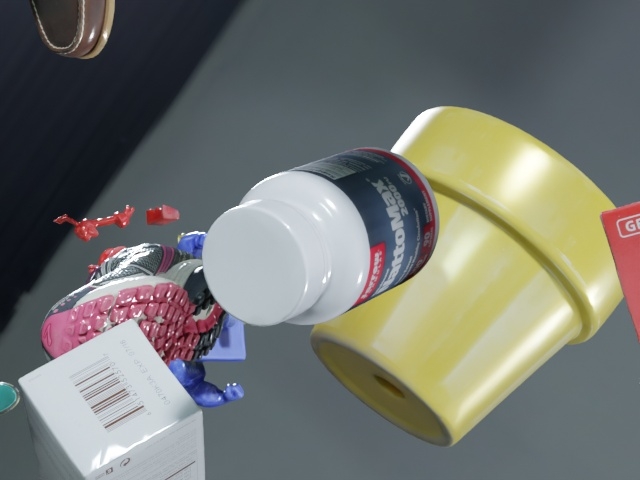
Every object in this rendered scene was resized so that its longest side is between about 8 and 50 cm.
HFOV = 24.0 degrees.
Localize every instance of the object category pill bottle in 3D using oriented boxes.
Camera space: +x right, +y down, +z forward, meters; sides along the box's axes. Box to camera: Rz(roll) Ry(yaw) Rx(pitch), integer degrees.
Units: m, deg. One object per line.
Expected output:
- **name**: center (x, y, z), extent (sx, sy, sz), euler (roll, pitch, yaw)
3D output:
- **pill bottle**: center (0.000, 0.000, 1.052), extent (0.108, 0.108, 0.180), euler (38, 28, 17)

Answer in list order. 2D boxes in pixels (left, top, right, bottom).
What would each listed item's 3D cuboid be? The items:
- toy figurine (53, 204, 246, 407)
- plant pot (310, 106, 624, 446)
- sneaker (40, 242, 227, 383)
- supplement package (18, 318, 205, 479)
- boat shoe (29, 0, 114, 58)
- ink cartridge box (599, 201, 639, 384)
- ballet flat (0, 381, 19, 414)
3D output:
- **toy figurine**: center (-0.169, 0.117, 1.692), extent (0.191, 0.362, 0.217), euler (7, -15, -35)
- **plant pot**: center (0.123, 0.048, 1.382), extent (0.254, 0.239, 0.254), euler (35, -16, 11)
- **sneaker**: center (-0.175, 0.068, 1.345), extent (0.112, 0.121, 0.299), euler (23, 10, 13)
- **supplement package**: center (-0.161, 0.168, 1.198), extent (0.105, 0.105, 0.179), euler (49, -25, 27)
- **boat shoe**: center (-0.207, -0.241, 1.145), extent (0.073, 0.207, 0.073), euler (-5, 3, 29)
- **ink cartridge box**: center (0.385, 0.068, 1.134), extent (0.066, 0.296, 0.261), euler (-46, 119, -73)
- **ballet flat**: center (-0.380, 0.181, 1.652), extent (0.041, 0.114, 0.041), euler (-16, 90, -84)
